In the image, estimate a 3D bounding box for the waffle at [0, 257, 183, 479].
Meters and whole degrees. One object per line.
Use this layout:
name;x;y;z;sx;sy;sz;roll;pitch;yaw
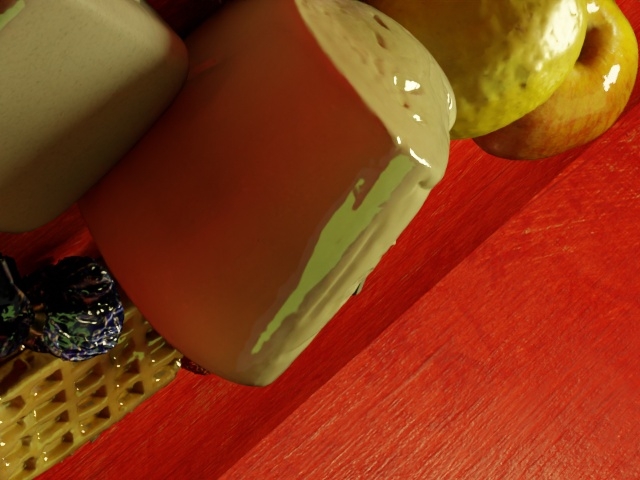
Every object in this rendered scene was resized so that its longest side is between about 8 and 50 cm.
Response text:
waffle;-0.319;0.165;1.808;0.328;0.098;0.224;-36;146;-29

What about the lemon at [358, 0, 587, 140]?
lemon;0.180;-0.259;1.774;0.285;0.286;0.316;105;7;-64

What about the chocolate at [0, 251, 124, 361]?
chocolate;-0.335;0.079;1.550;0.148;0.126;0.343;-37;167;11

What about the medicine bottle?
medicine bottle;-0.258;-0.125;1.174;0.282;0.123;0.375;-43;168;7

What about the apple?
apple;0.331;-0.278;2.156;0.301;0.301;0.301;-42;166;-13

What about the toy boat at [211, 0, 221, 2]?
toy boat;-0.119;-0.294;1.288;0.291;0.067;0.220;-16;149;-43

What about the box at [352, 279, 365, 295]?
box;0.000;0.000;2.253;0.130;0.162;0.227;-28;161;-20

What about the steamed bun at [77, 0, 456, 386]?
steamed bun;-0.057;-0.094;1.472;0.371;0.290;0.456;-49;-171;11

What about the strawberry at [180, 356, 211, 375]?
strawberry;-0.203;0.173;2.285;0.083;0.096;0.083;-48;178;-2
